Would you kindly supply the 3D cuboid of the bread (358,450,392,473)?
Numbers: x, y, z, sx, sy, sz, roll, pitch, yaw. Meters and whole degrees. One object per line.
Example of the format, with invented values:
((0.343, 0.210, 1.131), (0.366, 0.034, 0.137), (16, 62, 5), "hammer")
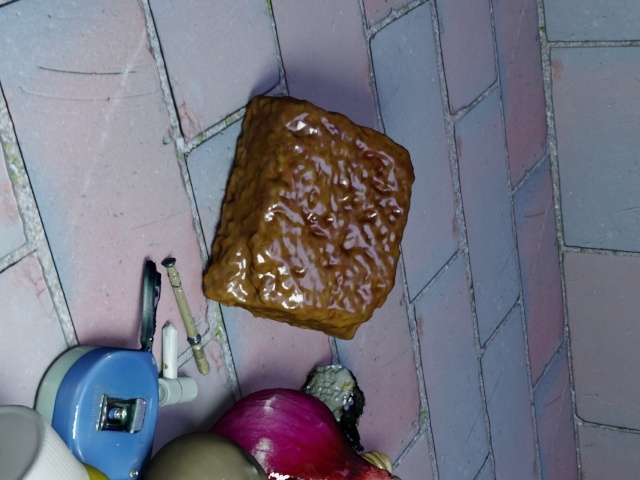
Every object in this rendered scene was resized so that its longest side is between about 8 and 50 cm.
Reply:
((0.070, 0.508, 2.261), (0.225, 0.081, 0.134), (4, 118, -60), "bread")

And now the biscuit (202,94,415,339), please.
((-0.007, -0.041, 1.960), (0.343, 0.166, 0.394), (21, 75, -38), "biscuit")

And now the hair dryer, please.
((-0.245, 0.203, 1.808), (0.082, 0.047, 0.137), (2, 85, -60), "hair dryer")

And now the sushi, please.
((0.026, 0.357, 2.173), (0.115, 0.147, 0.212), (57, 44, -45), "sushi")

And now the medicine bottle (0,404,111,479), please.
((-0.360, 0.411, 1.469), (0.224, 0.224, 0.384), (-59, 138, -36), "medicine bottle")

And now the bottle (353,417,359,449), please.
((0.053, 0.398, 2.311), (0.053, 0.053, 0.140), (24, 74, -57), "bottle")

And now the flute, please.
((-0.224, 0.132, 1.842), (0.027, 0.027, 0.233), (-47, 133, -45), "flute")

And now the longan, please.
((-0.179, 0.385, 1.646), (0.220, 0.197, 0.196), (61, 43, -66), "longan")

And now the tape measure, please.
((-0.315, 0.193, 1.640), (0.215, 0.098, 0.351), (16, 78, -59), "tape measure")

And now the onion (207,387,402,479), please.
((-0.020, 0.428, 1.886), (0.348, 0.385, 0.347), (0, 90, -75), "onion")
